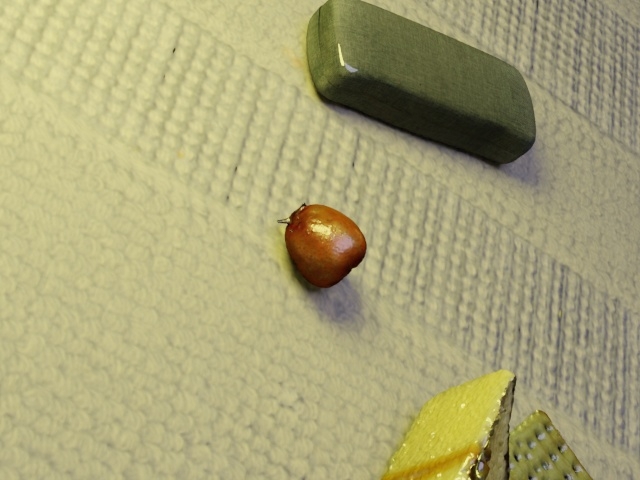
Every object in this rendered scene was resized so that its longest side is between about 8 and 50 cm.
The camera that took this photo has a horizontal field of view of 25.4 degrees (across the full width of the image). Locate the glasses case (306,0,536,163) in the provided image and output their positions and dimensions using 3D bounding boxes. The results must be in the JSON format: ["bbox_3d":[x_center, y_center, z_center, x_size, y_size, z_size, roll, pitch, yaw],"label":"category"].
[{"bbox_3d":[0.129,-0.197,1.757,0.323,0.074,0.131,17,50,-32],"label":"glasses case"}]

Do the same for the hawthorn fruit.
[{"bbox_3d":[0.000,0.000,1.503,0.093,0.081,0.081,48,41,1],"label":"hawthorn fruit"}]

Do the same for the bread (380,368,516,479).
[{"bbox_3d":[0.118,0.260,1.389,0.266,0.142,0.178,-52,136,-45],"label":"bread"}]

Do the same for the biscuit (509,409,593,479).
[{"bbox_3d":[0.233,0.276,1.553,0.203,0.016,0.144,-28,82,-49],"label":"biscuit"}]
